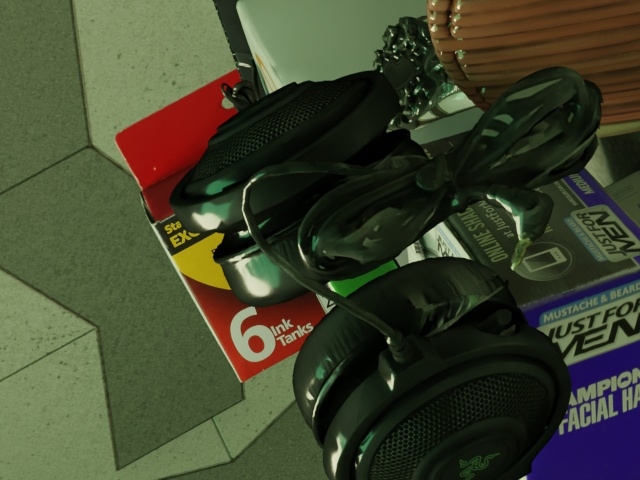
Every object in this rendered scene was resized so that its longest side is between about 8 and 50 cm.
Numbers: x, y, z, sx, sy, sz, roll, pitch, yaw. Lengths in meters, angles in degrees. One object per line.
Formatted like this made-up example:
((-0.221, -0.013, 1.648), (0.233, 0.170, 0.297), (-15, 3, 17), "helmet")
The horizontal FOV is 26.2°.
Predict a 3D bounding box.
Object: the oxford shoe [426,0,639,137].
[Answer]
((0.103, -0.180, 0.584), (0.397, 0.140, 0.147), (63, -156, -59), "oxford shoe")

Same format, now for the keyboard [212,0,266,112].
((-0.065, -0.167, 1.153), (0.317, 0.033, 0.202), (70, -166, -67), "keyboard")

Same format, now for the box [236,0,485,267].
((0.076, -0.070, 1.127), (0.215, 0.168, 0.345), (60, 176, 20), "box")

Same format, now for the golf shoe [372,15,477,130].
((0.098, -0.109, 0.872), (0.198, 0.093, 0.077), (171, 102, -68), "golf shoe")

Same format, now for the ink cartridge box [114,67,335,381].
((-0.020, -0.052, 1.440), (0.272, 0.309, 0.130), (62, 176, -22), "ink cartridge box")

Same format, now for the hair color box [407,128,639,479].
((0.145, 0.109, 0.923), (0.185, 0.110, 0.339), (-120, 15, -52), "hair color box")

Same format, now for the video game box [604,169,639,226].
((0.230, 0.059, 0.955), (0.187, 0.048, 0.205), (64, 176, 8), "video game box")

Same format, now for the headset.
((0.047, 0.011, 0.694), (0.243, 0.185, 0.394), (59, -178, 10), "headset")
